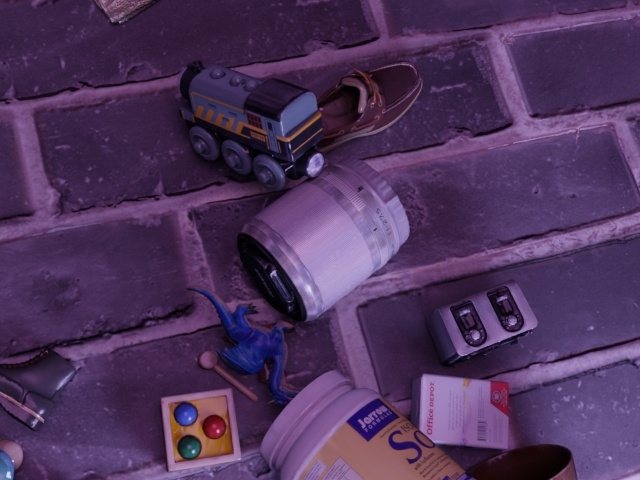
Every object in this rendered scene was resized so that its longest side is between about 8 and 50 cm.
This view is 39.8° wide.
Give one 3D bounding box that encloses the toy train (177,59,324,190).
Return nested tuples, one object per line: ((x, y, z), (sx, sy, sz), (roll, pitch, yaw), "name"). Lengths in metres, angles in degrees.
((-0.133, -0.225, 1.651), (0.334, 0.190, 0.142), (26, 51, 33), "toy train")

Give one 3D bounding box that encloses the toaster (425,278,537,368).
((0.304, 0.163, 1.692), (0.168, 0.185, 0.110), (-19, 76, -8), "toaster")

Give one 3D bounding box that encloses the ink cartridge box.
((0.262, 0.327, 1.679), (0.175, 0.072, 0.127), (8, 73, -9), "ink cartridge box")

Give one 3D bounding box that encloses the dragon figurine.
((-0.135, 0.193, 1.596), (0.289, 0.085, 0.144), (29, 77, -6), "dragon figurine")

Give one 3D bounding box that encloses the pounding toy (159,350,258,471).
((-0.194, 0.296, 1.585), (0.181, 0.094, 0.206), (-6, 75, -13), "pounding toy")

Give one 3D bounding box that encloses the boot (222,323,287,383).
((-0.123, 0.220, 1.656), (0.106, 0.037, 0.114), (-10, 81, -12), "boot")

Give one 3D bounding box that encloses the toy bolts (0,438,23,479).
((-0.518, 0.449, 1.480), (0.218, 0.158, 0.228), (-40, 96, 21), "toy bolts")

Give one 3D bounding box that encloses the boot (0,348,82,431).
((-0.537, 0.223, 1.556), (0.198, 0.077, 0.137), (41, 65, -11), "boot")

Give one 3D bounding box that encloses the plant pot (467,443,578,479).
((0.386, 0.520, 1.593), (0.215, 0.215, 0.230), (-21, 92, -17), "plant pot")

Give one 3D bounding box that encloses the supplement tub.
((0.083, 0.404, 1.502), (0.331, 0.241, 0.241), (40, 69, 21), "supplement tub")

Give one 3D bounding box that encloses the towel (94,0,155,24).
((-0.395, -0.518, 1.823), (0.148, 0.027, 0.110), (-37, 84, -19), "towel")

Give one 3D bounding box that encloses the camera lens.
((0.000, 0.000, 1.646), (0.274, 0.219, 0.219), (-37, 84, -19), "camera lens")

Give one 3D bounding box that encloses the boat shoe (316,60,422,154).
((0.076, -0.280, 1.796), (0.342, 0.123, 0.123), (-28, 81, -18), "boat shoe")
